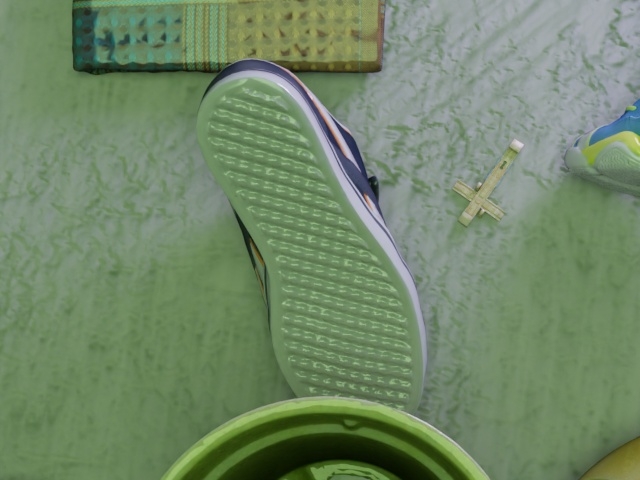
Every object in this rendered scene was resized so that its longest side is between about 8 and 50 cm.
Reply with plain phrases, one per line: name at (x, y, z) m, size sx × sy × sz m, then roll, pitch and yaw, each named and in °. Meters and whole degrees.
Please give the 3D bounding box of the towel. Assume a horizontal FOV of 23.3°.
towel at (-0.074, -0.324, 1.314) m, size 0.272 × 0.040 × 0.370 m, roll 1°, pitch 87°, yaw 4°

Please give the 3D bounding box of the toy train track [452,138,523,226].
toy train track at (0.141, -0.048, 1.287) m, size 0.048 × 0.014 × 0.083 m, roll 35°, pitch 87°, yaw 5°

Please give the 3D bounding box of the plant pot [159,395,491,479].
plant pot at (0.011, 0.253, 1.145) m, size 0.276 × 0.254 × 0.276 m, roll 0°, pitch 84°, yaw 4°

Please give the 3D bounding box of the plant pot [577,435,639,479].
plant pot at (0.275, 0.199, 1.210) m, size 0.134 × 0.134 × 0.095 m, roll 40°, pitch 62°, yaw 6°

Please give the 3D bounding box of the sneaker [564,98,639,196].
sneaker at (0.296, -0.104, 1.201) m, size 0.091 × 0.240 × 0.126 m, roll 22°, pitch 74°, yaw -38°

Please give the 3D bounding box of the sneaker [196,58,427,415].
sneaker at (0.000, 0.000, 1.245) m, size 0.126 × 0.127 × 0.321 m, roll -18°, pitch 109°, yaw 7°
